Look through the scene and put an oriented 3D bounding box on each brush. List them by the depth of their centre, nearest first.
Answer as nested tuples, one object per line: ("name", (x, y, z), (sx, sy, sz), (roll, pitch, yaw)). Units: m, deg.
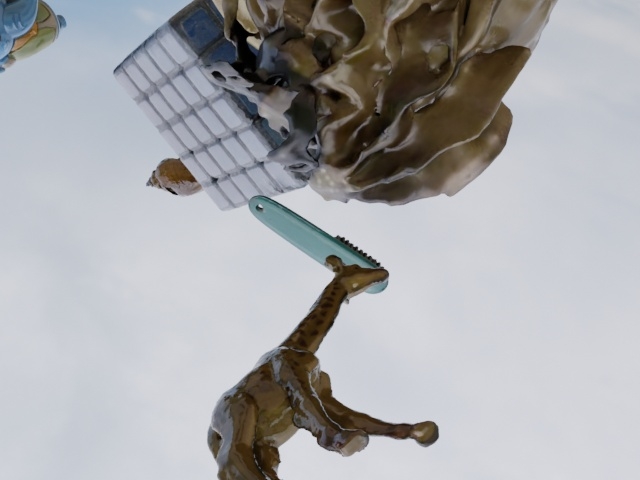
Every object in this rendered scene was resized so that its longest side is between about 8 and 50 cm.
("brush", (0.000, 0.000, 1.082), (0.193, 0.043, 0.032), (35, -145, -12))

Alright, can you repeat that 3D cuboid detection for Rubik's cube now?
("Rubik's cube", (-0.068, -0.200, 1.116), (0.237, 0.237, 0.238), (-46, -162, -23))

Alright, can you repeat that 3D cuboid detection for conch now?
("conch", (-0.220, -0.127, 1.684), (0.232, 0.080, 0.086), (-17, -133, 12))

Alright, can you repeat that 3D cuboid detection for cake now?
("cake", (0.031, -0.202, 0.777), (0.332, 0.332, 0.321), (18, -119, 1))

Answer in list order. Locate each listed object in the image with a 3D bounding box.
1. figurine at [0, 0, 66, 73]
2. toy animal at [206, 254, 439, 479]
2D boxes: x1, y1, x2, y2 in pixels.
("figurine", (-0.548, -0.372, 1.542), (0.154, 0.180, 0.262), (30, -134, 21))
("toy animal", (-0.007, 0.094, 0.648), (0.149, 0.054, 0.275), (-21, -157, 5))
